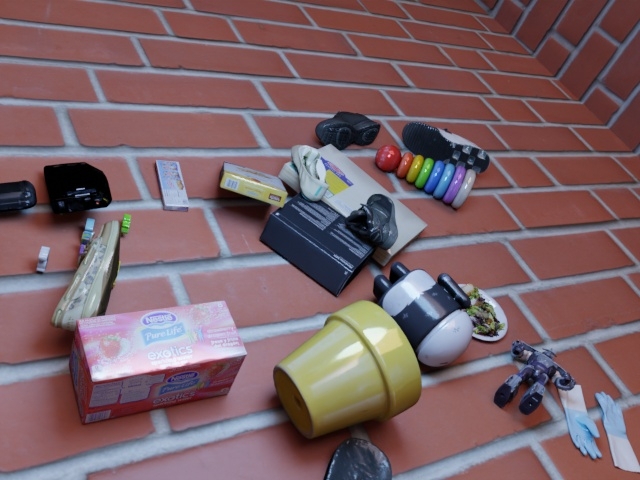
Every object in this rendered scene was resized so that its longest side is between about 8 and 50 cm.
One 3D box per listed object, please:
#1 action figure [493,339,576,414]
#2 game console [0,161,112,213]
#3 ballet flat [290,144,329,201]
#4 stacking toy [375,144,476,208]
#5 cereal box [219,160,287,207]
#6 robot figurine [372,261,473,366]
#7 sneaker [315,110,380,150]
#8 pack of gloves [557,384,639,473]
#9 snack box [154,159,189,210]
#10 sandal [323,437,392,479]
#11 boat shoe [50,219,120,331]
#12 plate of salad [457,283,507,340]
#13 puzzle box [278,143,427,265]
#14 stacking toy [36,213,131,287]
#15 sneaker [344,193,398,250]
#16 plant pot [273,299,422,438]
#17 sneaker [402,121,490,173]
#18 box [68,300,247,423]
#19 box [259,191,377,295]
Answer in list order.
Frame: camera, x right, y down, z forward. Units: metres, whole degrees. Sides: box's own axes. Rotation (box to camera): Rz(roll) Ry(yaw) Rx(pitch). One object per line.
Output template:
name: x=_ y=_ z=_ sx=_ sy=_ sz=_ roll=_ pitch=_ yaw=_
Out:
action figure: x=0.560 y=0.346 z=1.651 sx=0.185 sy=0.099 sz=0.285 roll=26 pitch=31 yaw=26
game console: x=-0.675 y=-0.112 z=1.464 sx=0.362 sy=0.043 sz=0.213 roll=-9 pitch=31 yaw=-23
ballet flat: x=-0.024 y=-0.210 z=1.785 sx=0.086 sy=0.086 sz=0.248 roll=7 pitch=42 yaw=-23
stacking toy: x=0.341 y=-0.232 z=2.129 sx=0.330 sy=0.141 sz=0.141 roll=25 pitch=40 yaw=3
cereal box: x=-0.186 y=-0.158 z=1.731 sx=0.173 sy=0.047 sz=0.240 roll=17 pitch=12 yaw=-13
robot figurine: x=0.252 y=0.185 z=1.599 sx=0.278 sy=0.209 sz=0.174 roll=46 pitch=22 yaw=22
sneaker: x=0.074 y=-0.383 z=2.171 sx=0.286 sy=0.109 sz=0.130 roll=-10 pitch=45 yaw=-48
pack of gloves: x=0.730 y=0.469 z=1.657 sx=0.195 sy=0.046 sz=0.232 roll=17 pitch=41 yaw=-12
snack box: x=-0.398 y=-0.148 z=1.704 sx=0.064 sy=0.022 sz=0.178 roll=1 pitch=47 yaw=-27
sandal: x=0.044 y=0.540 z=1.150 sx=0.168 sy=0.107 sz=0.445 roll=23 pitch=40 yaw=-5
boat shoe: x=-0.469 y=0.062 z=1.303 sx=0.089 sy=0.104 sz=0.285 roll=7 pitch=42 yaw=-9
plate of salad: x=0.441 y=0.193 z=1.788 sx=0.200 sy=0.048 sz=0.199 roll=16 pitch=41 yaw=-14
puzzle box: x=0.102 y=-0.117 z=1.890 sx=0.409 sy=0.052 sz=0.272 roll=42 pitch=36 yaw=12
stacking toy: x=-0.533 y=0.003 z=1.452 sx=0.167 sy=0.052 sz=0.221 roll=14 pitch=40 yaw=-18
sneaker: x=0.133 y=-0.076 z=1.729 sx=0.130 sy=0.087 sz=0.227 roll=29 pitch=32 yaw=-20
plant pot: x=0.042 y=0.286 z=1.336 sx=0.239 sy=0.254 sz=0.254 roll=-24 pitch=60 yaw=-25
sneaker: x=0.450 y=-0.343 z=2.330 sx=0.331 sy=0.122 sz=0.146 roll=24 pitch=22 yaw=-2
box: x=-0.318 y=0.230 z=1.244 sx=0.300 sy=0.154 sz=0.142 roll=-5 pitch=50 yaw=-32
box: x=0.000 y=0.000 z=1.705 sx=0.261 sy=0.103 sz=0.184 roll=36 pitch=36 yaw=10
